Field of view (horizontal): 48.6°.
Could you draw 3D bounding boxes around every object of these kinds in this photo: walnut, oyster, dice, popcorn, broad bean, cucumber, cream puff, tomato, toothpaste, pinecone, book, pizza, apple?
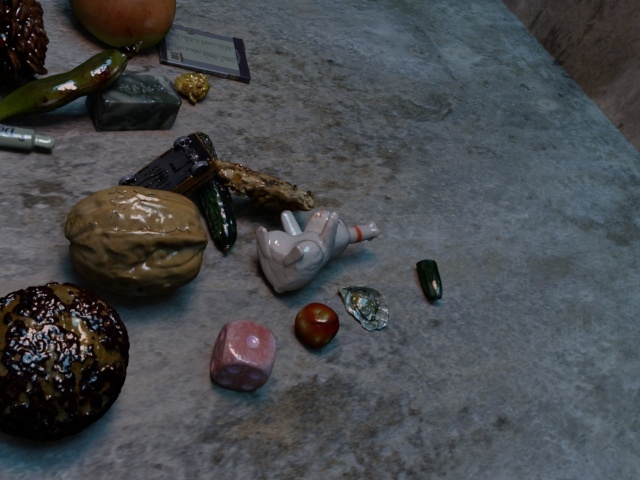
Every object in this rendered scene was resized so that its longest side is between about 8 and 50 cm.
[{"bbox_3d":[-0.311,0.002,1.223,0.245,0.198,0.198,-1,53,-29],"label":"walnut"},{"bbox_3d":[0.091,0.139,1.467,0.098,0.037,0.100,-6,75,-13],"label":"oyster"},{"bbox_3d":[-0.133,0.198,1.223,0.093,0.091,0.094,19,44,-17],"label":"dice"},{"bbox_3d":[-0.293,-0.368,1.647,0.084,0.084,0.084,17,45,-18],"label":"popcorn"},{"bbox_3d":[-0.493,-0.303,1.388,0.339,0.061,0.077,-29,60,-18],"label":"broad bean"},{"bbox_3d":[-0.221,-0.102,1.462,0.068,0.067,0.293,-1,53,-32],"label":"cucumber"},{"bbox_3d":[-0.395,0.167,1.034,0.239,0.165,0.239,17,48,-20],"label":"cream puff"},{"bbox_3d":[-0.005,0.157,1.353,0.087,0.075,0.087,14,46,-15],"label":"tomato"},{"bbox_3d":[-0.630,-0.199,1.319,0.256,0.037,0.067,6,54,-22],"label":"toothpaste"},{"bbox_3d":[-0.634,-0.396,1.376,0.222,0.221,0.221,17,45,-18],"label":"pinecone"},{"bbox_3d":[-0.295,-0.475,1.786,0.231,0.026,0.157,7,52,-26],"label":"book"},{"bbox_3d":[0.249,0.092,1.591,0.048,0.048,0.105,9,51,-26],"label":"cucumber"},{"bbox_3d":[-0.111,-0.100,1.463,0.147,0.069,0.226,18,-2,41],"label":"pizza"},{"bbox_3d":[-0.459,-0.568,1.640,0.261,0.194,0.260,16,48,-19],"label":"apple"}]

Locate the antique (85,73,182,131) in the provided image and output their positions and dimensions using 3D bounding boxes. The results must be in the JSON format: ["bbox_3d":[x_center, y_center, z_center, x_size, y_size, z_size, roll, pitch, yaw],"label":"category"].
[{"bbox_3d":[-0.392,-0.294,1.512,0.183,0.086,0.088,-9,58,-37],"label":"antique"}]

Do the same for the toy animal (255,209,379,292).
[{"bbox_3d":[-0.007,-0.009,1.446,0.141,0.138,0.282,13,37,37],"label":"toy animal"}]

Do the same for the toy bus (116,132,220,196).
[{"bbox_3d":[-0.294,-0.116,1.377,0.195,0.088,0.083,-35,71,-1],"label":"toy bus"}]
